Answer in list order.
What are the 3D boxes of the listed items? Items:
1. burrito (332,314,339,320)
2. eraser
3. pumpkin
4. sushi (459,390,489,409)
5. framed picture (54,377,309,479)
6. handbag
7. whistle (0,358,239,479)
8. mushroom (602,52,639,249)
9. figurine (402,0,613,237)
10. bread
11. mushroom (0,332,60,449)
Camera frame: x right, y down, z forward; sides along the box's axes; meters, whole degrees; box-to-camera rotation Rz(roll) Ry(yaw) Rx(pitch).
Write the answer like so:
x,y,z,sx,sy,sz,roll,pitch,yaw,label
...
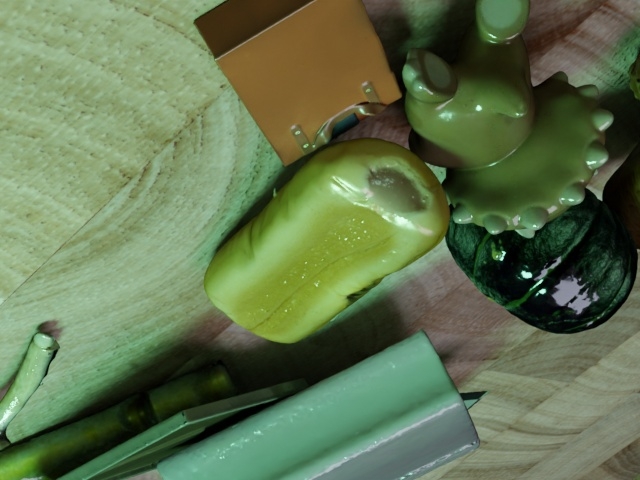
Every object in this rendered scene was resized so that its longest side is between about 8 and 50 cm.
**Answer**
x,y,z,sx,sy,sz,roll,pitch,yaw,label
0.013,0.055,1.520,0.074,0.044,0.118,-11,150,-38,burrito
0.010,0.267,1.659,0.359,0.122,0.272,-27,159,0,eraser
0.242,0.007,1.467,0.162,0.220,0.220,-48,151,6,pumpkin
0.012,0.294,1.920,0.343,0.064,0.359,0,144,-40,sushi
-0.171,0.233,1.552,0.241,0.020,0.324,-30,169,21,framed picture
-0.013,-0.149,1.119,0.127,0.062,0.190,-31,150,2,handbag
-0.250,0.225,1.540,0.326,0.057,0.068,-24,153,-11,whistle
0.471,-0.114,1.506,0.345,0.239,0.345,-13,175,-1,mushroom
0.180,-0.096,1.232,0.177,0.173,0.247,-42,161,-19,figurine
0.000,0.000,1.286,0.305,0.142,0.091,-39,-159,50,bread
-0.321,0.156,1.364,0.187,0.061,0.060,-54,160,19,mushroom
